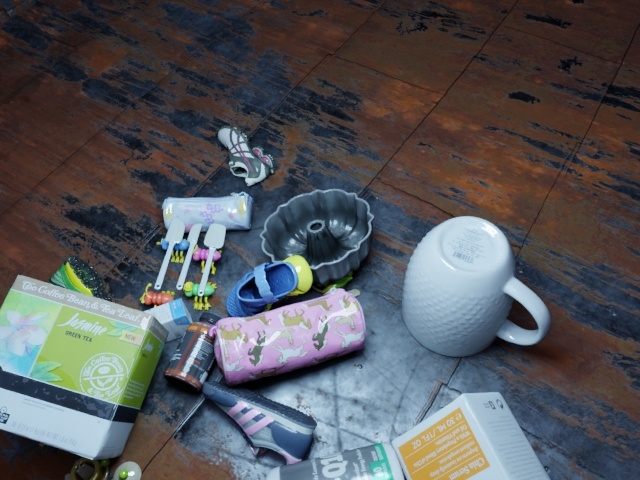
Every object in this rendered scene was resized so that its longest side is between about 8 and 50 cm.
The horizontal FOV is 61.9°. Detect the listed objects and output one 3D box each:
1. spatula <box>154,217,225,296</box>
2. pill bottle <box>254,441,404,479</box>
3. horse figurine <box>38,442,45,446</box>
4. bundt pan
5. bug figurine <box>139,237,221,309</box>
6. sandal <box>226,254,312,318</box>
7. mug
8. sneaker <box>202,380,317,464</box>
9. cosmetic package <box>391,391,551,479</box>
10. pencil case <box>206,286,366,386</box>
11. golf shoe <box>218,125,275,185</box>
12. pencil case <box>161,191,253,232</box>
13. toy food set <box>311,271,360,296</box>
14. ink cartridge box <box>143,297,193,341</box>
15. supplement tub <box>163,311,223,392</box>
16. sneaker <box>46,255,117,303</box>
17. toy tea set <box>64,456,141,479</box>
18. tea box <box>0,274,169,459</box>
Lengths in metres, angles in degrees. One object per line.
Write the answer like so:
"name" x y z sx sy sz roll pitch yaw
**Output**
"spatula" -0.375 0.044 1.540 0.168 0.019 0.242 11 56 -5
"pill bottle" -0.002 0.565 1.120 0.361 0.204 0.204 -12 55 -5
"horse figurine" -0.702 0.405 1.372 0.263 0.066 0.174 32 68 25
"bundt pan" 0.000 0.000 1.542 0.331 0.124 0.331 -9 44 9
"bug figurine" -0.403 0.092 1.566 0.216 0.072 0.279 2 55 5
"sandal" -0.167 0.127 1.395 0.138 0.317 0.126 -9 71 -44
"mug" 0.388 0.126 1.325 0.374 0.328 0.276 34 64 24
"sneaker" -0.169 0.441 1.288 0.319 0.112 0.131 16 87 28
"cosmetic package" 0.351 0.560 1.061 0.161 0.230 0.453 13 41 -42
"pencil case" -0.083 0.242 1.355 0.386 0.160 0.167 -14 52 -15
"golf shoe" -0.278 -0.293 1.814 0.120 0.105 0.273 -43 62 -15
"pencil case" -0.346 -0.085 1.656 0.273 0.124 0.113 -4 55 2
"toy food set" 0.025 0.094 1.552 0.132 0.038 0.192 -21 56 -10
"ink cartridge box" -0.445 0.234 1.449 0.180 0.104 0.060 -19 56 -10
"supplement tub" -0.321 0.288 1.401 0.106 0.106 0.198 14 58 14
"sneaker" -0.648 0.210 1.488 0.146 0.134 0.343 -44 64 5
"toy tea set" -0.569 0.588 1.195 0.336 0.124 0.200 -32 58 -17
"tea box" -0.579 0.296 1.239 0.329 0.220 0.323 16 68 0
